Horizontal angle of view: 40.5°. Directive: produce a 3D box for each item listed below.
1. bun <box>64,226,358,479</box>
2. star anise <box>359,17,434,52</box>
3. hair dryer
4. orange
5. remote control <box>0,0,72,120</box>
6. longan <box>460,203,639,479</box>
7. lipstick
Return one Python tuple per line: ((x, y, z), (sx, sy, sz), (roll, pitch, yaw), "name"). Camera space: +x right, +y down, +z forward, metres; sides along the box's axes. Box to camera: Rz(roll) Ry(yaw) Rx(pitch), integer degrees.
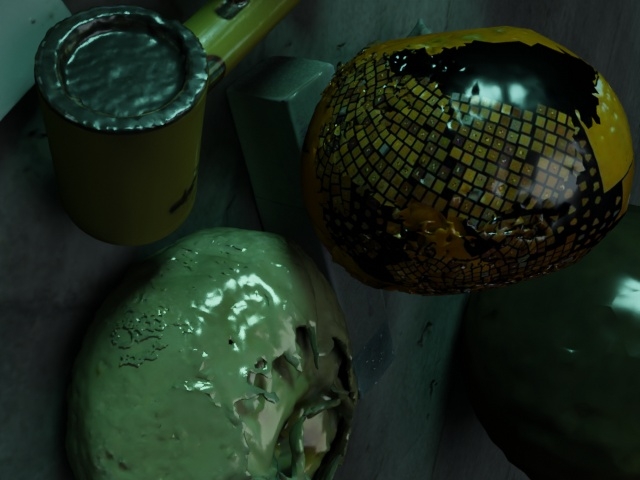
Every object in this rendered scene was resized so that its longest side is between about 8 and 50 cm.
((-0.059, 0.118, 0.646), (0.259, 0.152, 0.259), (-28, 127, -45), "bun")
((0.089, -0.105, 0.810), (0.229, 0.093, 0.236), (-57, 143, -24), "star anise")
((-0.063, -0.124, 0.559), (0.279, 0.090, 0.135), (-51, 168, -29), "hair dryer")
((0.099, -0.055, 0.606), (0.234, 0.234, 0.182), (-1, 93, -54), "orange")
((-0.219, -0.164, 0.411), (0.103, 0.034, 0.250), (-57, 140, -23), "remote control")
((0.362, 0.136, 1.028), (0.391, 0.391, 0.391), (-25, 122, -47), "longan")
((0.000, 0.000, 0.748), (0.066, 0.068, 0.317), (-44, 135, -35), "lipstick")
